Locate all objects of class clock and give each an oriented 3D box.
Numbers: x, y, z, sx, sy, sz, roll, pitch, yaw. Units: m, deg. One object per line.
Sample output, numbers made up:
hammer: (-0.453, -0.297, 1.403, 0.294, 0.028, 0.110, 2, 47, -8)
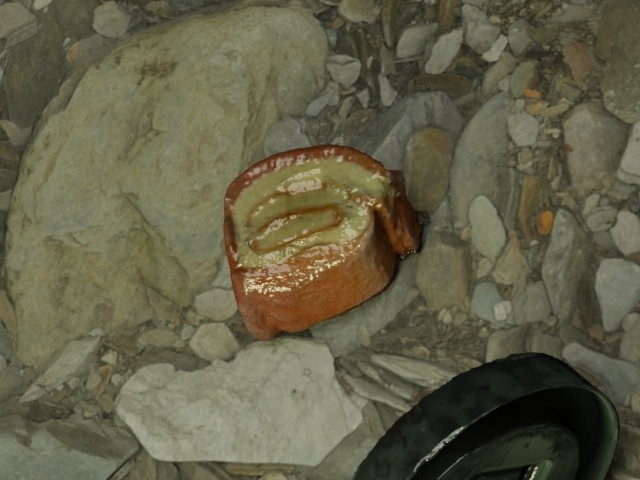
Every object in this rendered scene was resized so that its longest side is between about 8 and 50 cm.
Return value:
clock: (0.155, 0.244, 1.549, 0.312, 0.312, 0.061, -42, 51, 0)

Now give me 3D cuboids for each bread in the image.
bread: (-0.001, -0.011, 1.849, 0.244, 0.123, 0.190, -21, 58, 12)
